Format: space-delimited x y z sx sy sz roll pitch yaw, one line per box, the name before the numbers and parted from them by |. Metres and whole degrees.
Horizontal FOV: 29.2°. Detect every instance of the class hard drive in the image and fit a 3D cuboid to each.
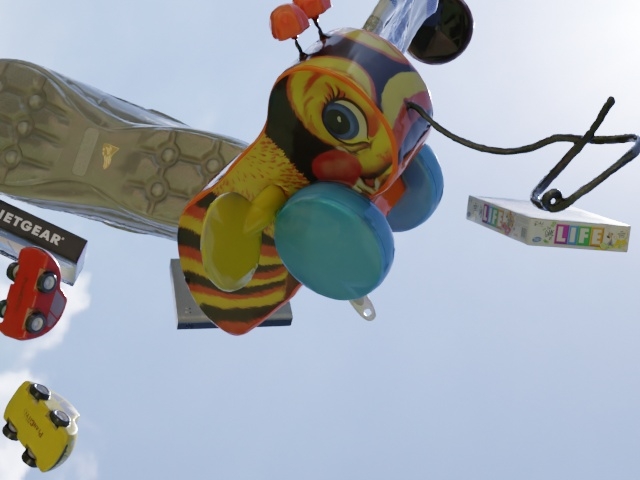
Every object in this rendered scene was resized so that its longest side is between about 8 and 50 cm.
hard drive | -0.105 0.061 1.440 0.022 0.135 0.094 106 -22 -48

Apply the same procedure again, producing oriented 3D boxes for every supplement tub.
supplement tub | 0.142 -0.318 1.733 0.106 0.106 0.198 -58 -160 13

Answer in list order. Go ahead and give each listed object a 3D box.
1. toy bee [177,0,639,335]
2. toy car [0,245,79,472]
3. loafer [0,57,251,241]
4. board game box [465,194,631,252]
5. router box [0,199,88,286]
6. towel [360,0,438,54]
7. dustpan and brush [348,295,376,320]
toy bee | 0.010 -0.061 0.708 0.298 0.195 0.162 -32 -77 21
toy car | -0.336 0.148 1.284 0.225 0.053 0.239 -25 -117 29
loafer | -0.173 -0.062 0.970 0.319 0.111 0.112 21 -97 17
board game box | 0.219 -0.018 1.200 0.154 0.103 0.026 -147 -118 -71
router box | -0.448 -0.001 1.878 0.133 0.179 0.046 127 -13 -67
towel | 0.066 -0.203 1.283 0.034 0.209 0.285 29 -111 6
dustpan and brush | 0.000 0.000 1.371 0.147 0.211 0.060 -33 -160 3
